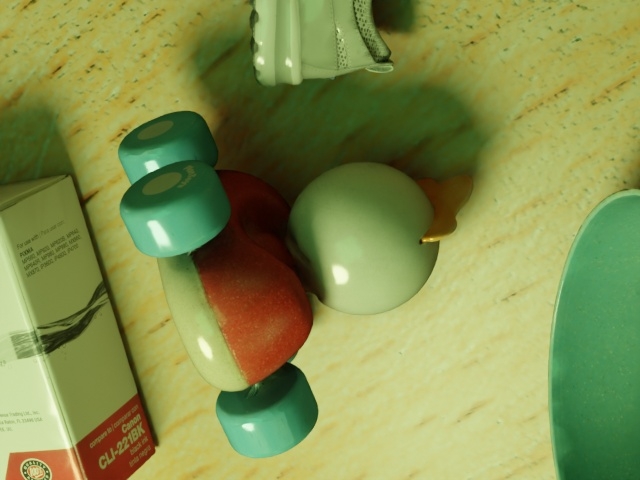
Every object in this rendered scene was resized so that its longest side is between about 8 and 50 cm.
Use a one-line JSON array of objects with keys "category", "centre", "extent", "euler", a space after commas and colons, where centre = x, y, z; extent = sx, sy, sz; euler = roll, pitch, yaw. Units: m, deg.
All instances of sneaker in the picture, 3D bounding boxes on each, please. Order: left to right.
[{"category": "sneaker", "centre": [0.012, -0.247, 0.976], "extent": [0.115, 0.105, 0.281], "euler": [2, 111, -7]}]

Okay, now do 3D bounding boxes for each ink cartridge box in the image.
[{"category": "ink cartridge box", "centre": [-0.285, 0.093, 1.216], "extent": [0.197, 0.114, 0.273], "euler": [-7, 107, 28]}]

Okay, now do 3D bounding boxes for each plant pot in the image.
[{"category": "plant pot", "centre": [0.290, 0.110, 0.890], "extent": [0.195, 0.290, 0.290], "euler": [-2, 113, -12]}]

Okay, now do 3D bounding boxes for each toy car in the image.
[{"category": "toy car", "centre": [0.000, 0.000, 1.039], "extent": [0.238, 0.210, 0.219], "euler": [-21, 115, 1]}]
